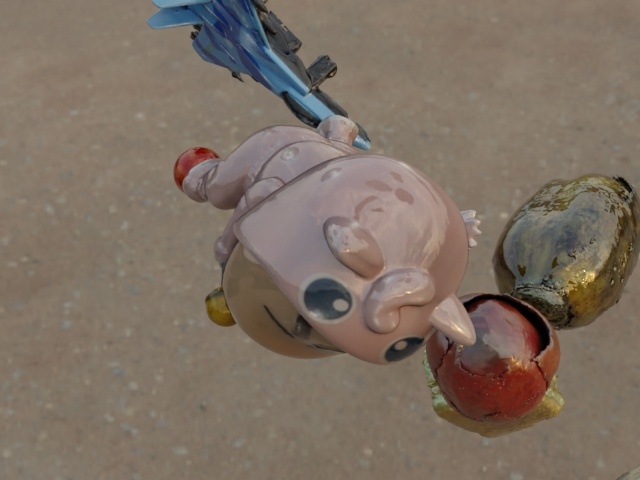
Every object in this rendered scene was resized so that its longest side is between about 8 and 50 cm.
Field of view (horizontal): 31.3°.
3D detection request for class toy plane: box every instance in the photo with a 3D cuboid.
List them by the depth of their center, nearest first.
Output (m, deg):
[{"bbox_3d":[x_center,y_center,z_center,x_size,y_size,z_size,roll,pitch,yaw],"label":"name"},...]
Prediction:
[{"bbox_3d":[-0.046,-0.169,1.008,0.246,0.169,0.078,35,67,-1],"label":"toy plane"}]

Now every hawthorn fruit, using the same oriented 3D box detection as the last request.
[{"bbox_3d":[0.183,0.123,1.268,0.148,0.172,0.148,-24,47,29],"label":"hawthorn fruit"}]

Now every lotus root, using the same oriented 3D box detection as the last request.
[{"bbox_3d":[0.366,0.009,1.681,0.196,0.179,0.397,-28,11,36],"label":"lotus root"}]

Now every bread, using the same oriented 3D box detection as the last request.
[{"bbox_3d":[0.237,0.198,1.529,0.138,0.196,0.102,-20,58,23],"label":"bread"}]

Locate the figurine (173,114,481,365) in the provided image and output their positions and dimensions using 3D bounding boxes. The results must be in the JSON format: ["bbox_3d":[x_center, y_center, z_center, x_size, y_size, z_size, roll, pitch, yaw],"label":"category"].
[{"bbox_3d":[0.000,0.000,0.854,0.176,0.186,0.287,25,17,-38],"label":"figurine"}]

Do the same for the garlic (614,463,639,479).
[{"bbox_3d":[0.248,0.277,0.860,0.196,0.338,0.151,12,-3,-12],"label":"garlic"}]
